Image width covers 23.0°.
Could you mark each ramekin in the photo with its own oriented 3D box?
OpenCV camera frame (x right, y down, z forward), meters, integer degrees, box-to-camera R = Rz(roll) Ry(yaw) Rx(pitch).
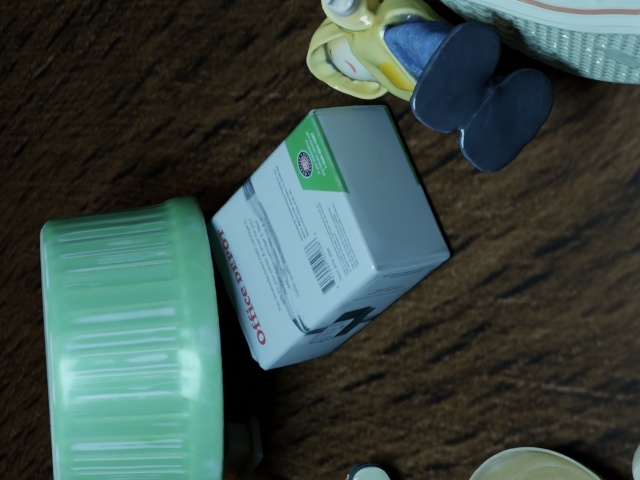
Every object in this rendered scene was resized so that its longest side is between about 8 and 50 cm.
[{"bbox_3d":[-0.183,0.111,1.483,0.303,0.148,0.303,176,90,-80],"label":"ramekin"}]

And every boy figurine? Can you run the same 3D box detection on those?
[{"bbox_3d":[0.061,-0.141,1.196,0.092,0.177,0.285,-54,27,0],"label":"boy figurine"}]

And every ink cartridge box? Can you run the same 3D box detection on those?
[{"bbox_3d":[0.000,0.000,1.365,0.208,0.087,0.153,-42,64,49],"label":"ink cartridge box"}]

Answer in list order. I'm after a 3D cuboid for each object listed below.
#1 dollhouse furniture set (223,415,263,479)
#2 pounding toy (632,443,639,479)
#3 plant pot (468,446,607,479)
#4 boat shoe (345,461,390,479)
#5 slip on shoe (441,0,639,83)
[{"bbox_3d":[-0.050,0.412,1.554,0.355,0.173,0.303,-99,30,-41],"label":"dollhouse furniture set"},{"bbox_3d":[0.233,0.268,1.033,0.155,0.154,0.270,-10,92,36],"label":"pounding toy"},{"bbox_3d":[0.191,0.273,1.221,0.236,0.032,0.236,17,111,51],"label":"plant pot"},{"bbox_3d":[0.055,0.260,1.392,0.042,0.049,0.133,-166,61,-80],"label":"boat shoe"},{"bbox_3d":[0.190,-0.174,1.073,0.331,0.123,0.101,18,81,54],"label":"slip on shoe"}]
